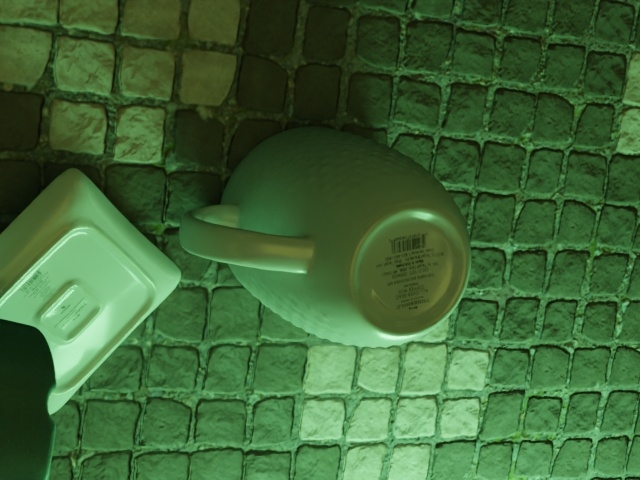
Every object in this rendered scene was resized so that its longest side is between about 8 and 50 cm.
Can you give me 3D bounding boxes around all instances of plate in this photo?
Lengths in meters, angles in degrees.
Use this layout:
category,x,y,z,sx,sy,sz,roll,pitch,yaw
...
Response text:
category,x,y,z,sx,sy,sz,roll,pitch,yaw
plate,-0.330,0.083,1.341,0.277,0.045,0.278,-46,140,-7

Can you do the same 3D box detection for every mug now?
category,x,y,z,sx,sy,sz,roll,pitch,yaw
mug,0.000,0.000,1.368,0.374,0.328,0.276,3,101,-25

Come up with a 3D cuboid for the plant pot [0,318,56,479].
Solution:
category,x,y,z,sx,sy,sz,roll,pitch,yaw
plant pot,-0.471,0.189,1.066,0.334,0.341,0.341,11,98,-32
